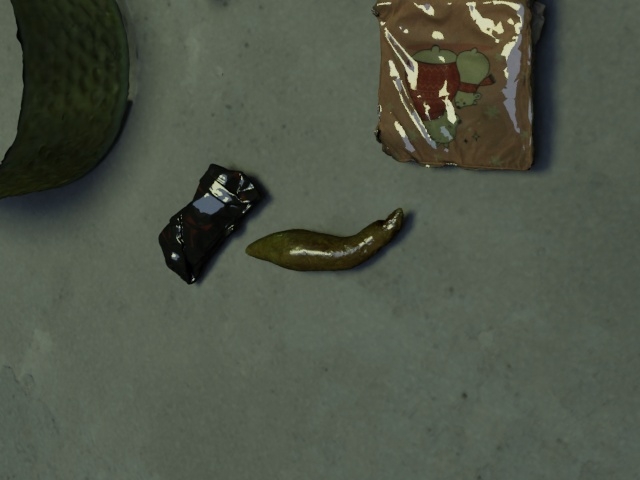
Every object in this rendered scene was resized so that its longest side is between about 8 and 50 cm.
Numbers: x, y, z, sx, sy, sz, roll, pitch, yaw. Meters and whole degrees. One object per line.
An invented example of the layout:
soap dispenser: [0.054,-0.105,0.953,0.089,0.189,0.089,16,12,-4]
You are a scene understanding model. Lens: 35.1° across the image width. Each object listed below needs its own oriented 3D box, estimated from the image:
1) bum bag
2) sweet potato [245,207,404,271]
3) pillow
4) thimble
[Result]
bum bag: [-0.104,-0.016,0.905,0.058,0.034,0.124,46,114,7]
sweet potato: [0.003,0.006,0.850,0.153,0.038,0.041,-10,113,26]
pillow: [0.104,-0.178,0.773,0.135,0.049,0.248,3,99,27]
thimble: [-0.318,-0.164,0.932,0.270,0.150,0.271,6,102,28]
